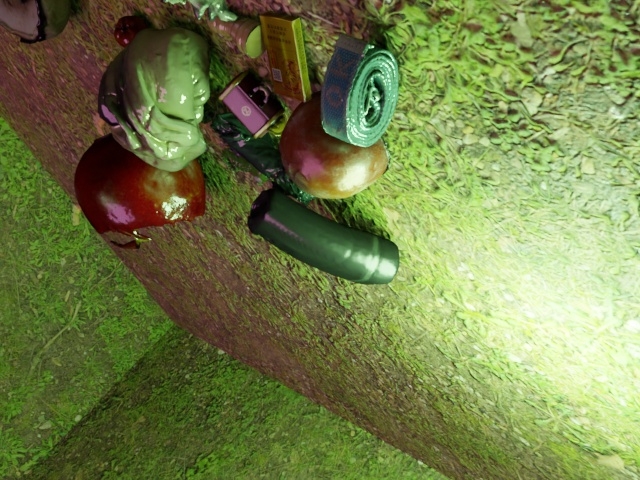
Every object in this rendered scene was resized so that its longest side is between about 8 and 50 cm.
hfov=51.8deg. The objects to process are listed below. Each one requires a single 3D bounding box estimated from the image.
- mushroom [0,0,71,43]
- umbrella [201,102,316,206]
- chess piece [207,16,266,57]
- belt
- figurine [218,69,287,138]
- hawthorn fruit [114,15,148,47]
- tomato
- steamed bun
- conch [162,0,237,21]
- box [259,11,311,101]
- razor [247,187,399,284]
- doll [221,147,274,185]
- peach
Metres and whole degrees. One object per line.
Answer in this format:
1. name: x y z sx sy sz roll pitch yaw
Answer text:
1. mushroom: -0.737 -0.632 1.682 0.344 0.130 0.247 10 115 47
2. umbrella: -0.141 -0.212 1.489 0.349 0.094 0.143 38 161 15
3. chess piece: -0.157 -0.399 1.244 0.122 0.066 0.066 37 157 26
4. belt: 0.062 -0.239 1.071 0.082 0.148 0.163 31 110 30
5. figurine: -0.123 -0.286 1.378 0.154 0.082 0.098 46 137 -8
6. hawthorn fruit: -0.428 -0.473 1.526 0.081 0.081 0.093 34 -176 19
7. tomato: 0.008 -0.164 1.275 0.214 0.155 0.180 37 152 15
8. steamed bun: -0.369 -0.307 1.444 0.275 0.206 0.320 30 118 52
9. conch: -0.250 -0.475 1.042 0.186 0.241 0.313 -19 107 46
10. box: -0.063 -0.336 1.211 0.089 0.022 0.156 25 139 39
11. razor: 0.000 0.002 1.483 0.349 0.113 0.204 24 167 -12
12. doll: -0.183 -0.189 1.651 0.190 0.050 0.115 28 146 33
13. peach: -0.513 -0.167 1.853 0.406 0.335 0.310 14 124 57
